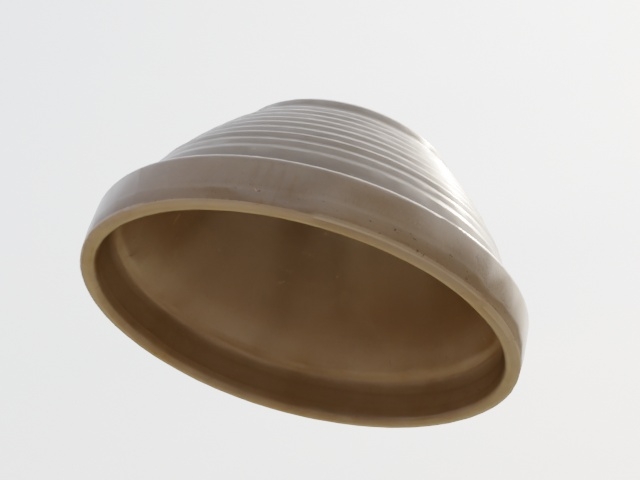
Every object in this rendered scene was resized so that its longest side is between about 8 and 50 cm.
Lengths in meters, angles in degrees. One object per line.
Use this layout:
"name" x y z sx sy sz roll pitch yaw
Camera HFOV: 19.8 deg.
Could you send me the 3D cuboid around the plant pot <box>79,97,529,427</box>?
"plant pot" 0.000 0.000 0.977 0.237 0.109 0.237 12 -28 7
